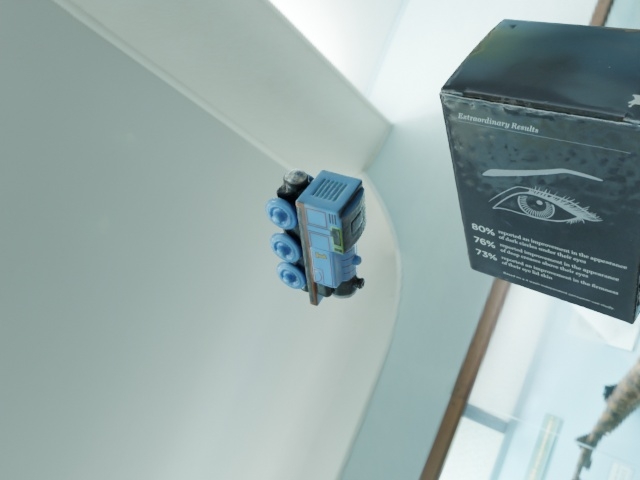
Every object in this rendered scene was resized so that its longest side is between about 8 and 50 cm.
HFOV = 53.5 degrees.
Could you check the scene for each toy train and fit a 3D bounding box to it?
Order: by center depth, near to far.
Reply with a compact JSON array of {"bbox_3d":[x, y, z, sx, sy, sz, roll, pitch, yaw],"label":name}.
[{"bbox_3d":[0.000,0.000,0.742,0.080,0.105,0.184,-51,-32,-38],"label":"toy train"}]

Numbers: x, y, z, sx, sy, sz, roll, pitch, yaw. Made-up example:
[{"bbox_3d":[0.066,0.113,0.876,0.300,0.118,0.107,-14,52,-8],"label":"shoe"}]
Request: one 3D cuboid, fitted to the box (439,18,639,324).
[{"bbox_3d":[0.198,-0.055,0.506,0.108,0.153,0.207,-49,-40,-26],"label":"box"}]
